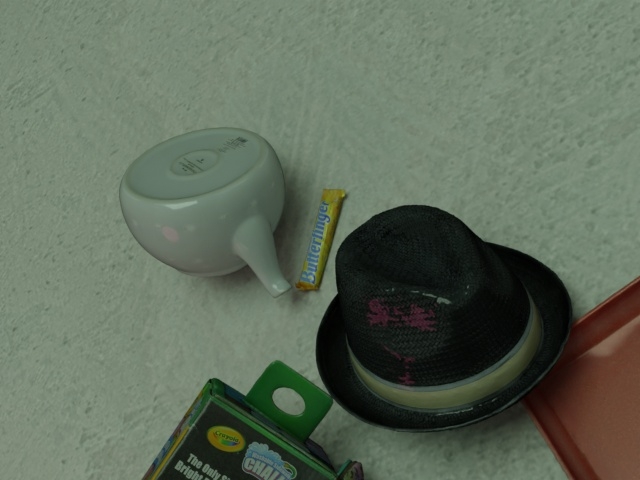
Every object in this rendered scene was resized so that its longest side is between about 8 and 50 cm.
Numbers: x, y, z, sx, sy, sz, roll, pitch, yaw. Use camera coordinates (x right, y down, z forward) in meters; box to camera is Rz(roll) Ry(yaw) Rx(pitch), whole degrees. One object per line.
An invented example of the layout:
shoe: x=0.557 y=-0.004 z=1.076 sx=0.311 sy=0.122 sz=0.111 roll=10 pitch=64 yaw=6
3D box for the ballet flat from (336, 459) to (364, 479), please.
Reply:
ballet flat: x=0.002 y=0.369 z=1.242 sx=0.079 sy=0.077 sz=0.221 roll=39 pitch=95 yaw=23

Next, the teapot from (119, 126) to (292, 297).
teapot: x=-0.162 y=-0.035 z=1.499 sx=0.252 sy=0.187 sz=0.256 roll=-6 pitch=34 yaw=11

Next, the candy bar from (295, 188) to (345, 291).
candy bar: x=0.000 y=0.000 z=1.469 sx=0.040 sy=0.018 sz=0.162 roll=2 pitch=66 yaw=35

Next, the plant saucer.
plant saucer: x=0.369 y=0.174 z=1.107 sx=0.258 sy=0.047 sz=0.259 roll=-38 pitch=50 yaw=12

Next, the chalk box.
chalk box: x=-0.101 y=0.282 z=1.238 sx=0.289 sy=0.180 sz=0.179 roll=-55 pitch=4 yaw=-5

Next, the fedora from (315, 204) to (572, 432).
fedora: x=0.119 y=0.064 z=1.206 sx=0.334 sy=0.152 sz=0.334 roll=-19 pitch=35 yaw=14
